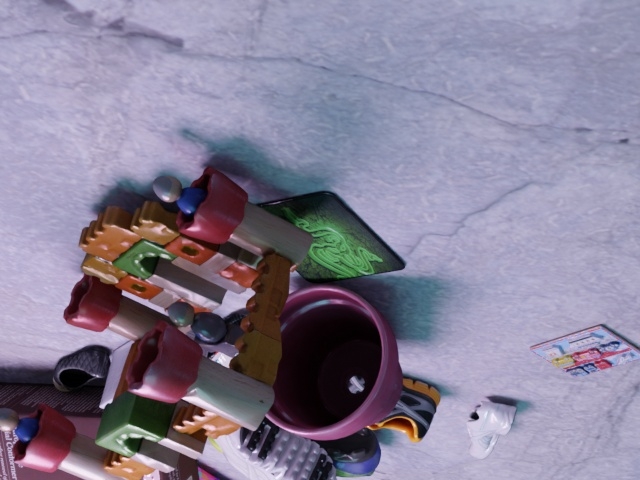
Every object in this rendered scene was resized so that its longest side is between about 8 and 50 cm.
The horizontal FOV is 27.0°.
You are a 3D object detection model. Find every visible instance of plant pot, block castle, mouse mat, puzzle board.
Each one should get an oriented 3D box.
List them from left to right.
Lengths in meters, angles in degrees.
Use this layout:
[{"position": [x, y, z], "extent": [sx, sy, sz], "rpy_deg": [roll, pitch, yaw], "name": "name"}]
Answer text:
[{"position": [-0.223, 0.116, 1.661], "extent": [0.213, 0.303, 0.453], "rpy_deg": [27, 148, -21], "name": "block castle"}, {"position": [0.000, 0.000, 1.682], "extent": [0.153, 0.007, 0.190], "rpy_deg": [-11, 144, 34], "name": "mouse mat"}, {"position": [0.025, 0.176, 1.808], "extent": [0.201, 0.201, 0.180], "rpy_deg": [-1, 164, 21], "name": "plant pot"}, {"position": [0.362, 0.153, 1.808], "extent": [0.096, 0.011, 0.128], "rpy_deg": [30, 145, -29], "name": "puzzle board"}]

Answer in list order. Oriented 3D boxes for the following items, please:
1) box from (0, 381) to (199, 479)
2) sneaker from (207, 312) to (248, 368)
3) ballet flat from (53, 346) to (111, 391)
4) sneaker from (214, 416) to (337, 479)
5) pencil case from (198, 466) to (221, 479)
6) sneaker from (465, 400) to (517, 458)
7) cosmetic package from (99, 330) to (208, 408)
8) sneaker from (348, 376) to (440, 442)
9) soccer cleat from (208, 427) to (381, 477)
[{"position": [-0.404, 0.349, 2.207], "extent": [0.382, 0.143, 0.191], "rpy_deg": [-1, 106, 18], "name": "box"}, {"position": [-0.113, 0.149, 1.939], "extent": [0.075, 0.057, 0.161], "rpy_deg": [9, 153, -31], "name": "sneaker"}, {"position": [-0.390, 0.214, 2.141], "extent": [0.057, 0.049, 0.173], "rpy_deg": [27, 147, -22], "name": "ballet flat"}, {"position": [-0.074, 0.343, 2.081], "extent": [0.118, 0.110, 0.292], "rpy_deg": [1, 140, 42], "name": "sneaker"}, {"position": [-0.248, 0.457, 2.459], "extent": [0.104, 0.104, 0.236], "rpy_deg": [-11, 145, 34], "name": "pencil case"}, {"position": [0.250, 0.284, 2.040], "extent": [0.061, 0.053, 0.152], "rpy_deg": [22, 144, 1], "name": "sneaker"}, {"position": [-0.246, 0.187, 1.995], "extent": [0.060, 0.098, 0.239], "rpy_deg": [27, 147, -24], "name": "cosmetic package"}, {"position": [0.072, 0.237, 1.984], "extent": [0.215, 0.083, 0.084], "rpy_deg": [15, 151, -3], "name": "sneaker"}, {"position": [-0.043, 0.348, 2.196], "extent": [0.289, 0.093, 0.121], "rpy_deg": [4, 143, 11], "name": "soccer cleat"}]
